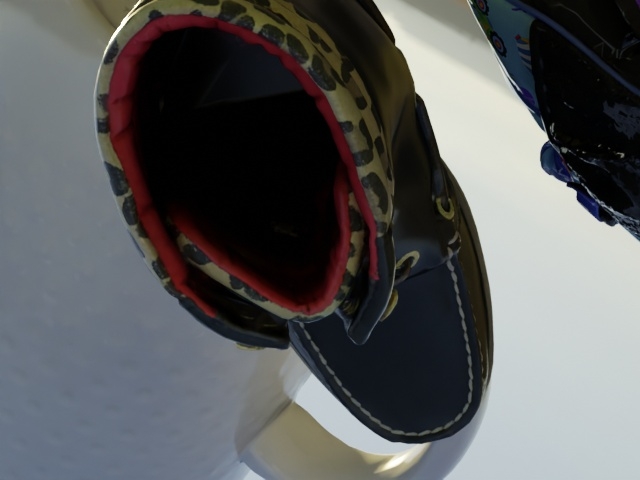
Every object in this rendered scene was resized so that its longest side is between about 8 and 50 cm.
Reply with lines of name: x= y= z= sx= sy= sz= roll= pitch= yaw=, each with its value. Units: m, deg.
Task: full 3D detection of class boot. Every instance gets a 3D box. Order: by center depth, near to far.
boot: x=-0.002 y=0.000 z=0.481 sx=0.179 sy=0.085 sz=0.236 roll=-89 pitch=-20 yaw=-64

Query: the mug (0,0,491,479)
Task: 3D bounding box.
mug: x=-0.068 y=0.004 z=0.885 sx=0.374 sy=0.328 sz=0.276 roll=39 pitch=-134 yaw=10

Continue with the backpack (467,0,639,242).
backpack: x=0.124 y=-0.082 z=0.523 sx=0.173 sy=0.158 sz=0.117 roll=44 pitch=160 yaw=43
